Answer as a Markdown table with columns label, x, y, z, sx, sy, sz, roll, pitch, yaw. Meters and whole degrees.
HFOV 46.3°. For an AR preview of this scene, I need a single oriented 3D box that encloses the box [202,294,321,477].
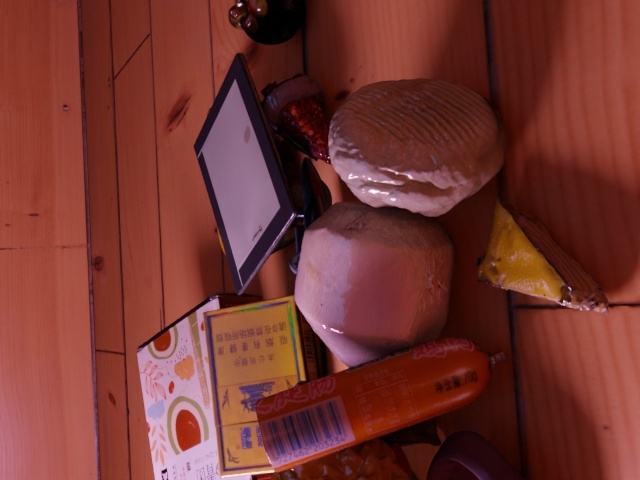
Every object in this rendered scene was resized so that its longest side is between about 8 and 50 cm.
| label | x | y | z | sx | sy | sz | roll | pitch | yaw |
| --- | --- | --- | --- | --- | --- | --- | --- | --- | --- |
| box | -0.097 | 0.263 | 1.356 | 0.193 | 0.084 | 0.301 | -12 | 77 | 20 |

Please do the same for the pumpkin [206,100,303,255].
| label | x | y | z | sx | sy | sz | roll | pitch | yaw |
| --- | --- | --- | --- | --- | --- | --- | --- | --- | --- |
| pumpkin | -0.129 | -0.121 | 1.443 | 0.222 | 0.139 | 0.317 | 147 | 119 | -60 |

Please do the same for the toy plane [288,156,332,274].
| label | x | y | z | sx | sy | sz | roll | pitch | yaw |
| --- | --- | --- | --- | --- | --- | --- | --- | --- | --- |
| toy plane | -0.007 | 0.002 | 1.234 | 0.223 | 0.104 | 0.326 | 74 | 177 | -64 |

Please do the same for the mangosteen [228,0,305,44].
| label | x | y | z | sx | sy | sz | roll | pitch | yaw |
| --- | --- | --- | --- | --- | --- | --- | --- | --- | --- |
| mangosteen | -0.103 | -0.421 | 1.368 | 0.137 | 0.151 | 0.137 | 24 | 123 | 43 |

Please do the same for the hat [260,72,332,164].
| label | x | y | z | sx | sy | sz | roll | pitch | yaw |
| --- | --- | --- | --- | --- | --- | --- | --- | --- | --- |
| hat | -0.010 | -0.178 | 1.280 | 0.227 | 0.129 | 0.140 | 49 | 167 | 27 |

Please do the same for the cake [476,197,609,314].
| label | x | y | z | sx | sy | sz | roll | pitch | yaw |
| --- | --- | --- | --- | --- | --- | --- | --- | --- | --- |
| cake | 0.252 | 0.014 | 0.833 | 0.185 | 0.080 | 0.116 | -177 | 99 | -71 |

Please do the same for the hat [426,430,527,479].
| label | x | y | z | sx | sy | sz | roll | pitch | yaw |
| --- | --- | --- | --- | --- | --- | --- | --- | --- | --- |
| hat | 0.206 | 0.326 | 0.894 | 0.205 | 0.089 | 0.205 | 27 | 121 | 58 |

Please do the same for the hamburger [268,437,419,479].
| label | x | y | z | sx | sy | sz | roll | pitch | yaw |
| --- | --- | --- | --- | --- | --- | --- | --- | --- | --- |
| hamburger | 0.024 | 0.347 | 0.947 | 0.149 | 0.237 | 0.237 | 69 | 175 | -50 |

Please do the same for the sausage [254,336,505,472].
| label | x | y | z | sx | sy | sz | roll | pitch | yaw |
| --- | --- | --- | --- | --- | --- | --- | --- | --- | --- |
| sausage | 0.080 | 0.189 | 0.919 | 0.093 | 0.312 | 0.093 | 161 | 90 | -88 |

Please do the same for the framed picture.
| label | x | y | z | sx | sy | sz | roll | pitch | yaw |
| --- | --- | --- | --- | --- | --- | --- | --- | --- | --- |
| framed picture | -0.142 | -0.114 | 1.314 | 0.265 | 0.016 | 0.347 | -53 | 48 | 46 |

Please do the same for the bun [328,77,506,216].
| label | x | y | z | sx | sy | sz | roll | pitch | yaw |
| --- | --- | --- | --- | --- | --- | --- | --- | --- | --- |
| bun | 0.118 | -0.104 | 0.924 | 0.220 | 0.221 | 0.134 | -122 | 23 | -44 |

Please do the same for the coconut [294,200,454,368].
| label | x | y | z | sx | sy | sz | roll | pitch | yaw |
| --- | --- | --- | --- | --- | --- | --- | --- | --- | --- |
| coconut | 0.075 | 0.064 | 1.011 | 0.224 | 0.224 | 0.233 | 3 | 93 | 62 |

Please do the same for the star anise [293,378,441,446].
| label | x | y | z | sx | sy | sz | roll | pitch | yaw |
| --- | --- | --- | --- | --- | --- | --- | --- | --- | --- |
| star anise | 0.066 | 0.235 | 1.068 | 0.220 | 0.214 | 0.098 | 6 | 76 | 22 |

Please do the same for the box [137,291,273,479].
| label | x | y | z | sx | sy | sz | roll | pitch | yaw |
| --- | --- | --- | --- | --- | --- | --- | --- | --- | --- |
| box | -0.235 | 0.352 | 1.595 | 0.344 | 0.122 | 0.385 | -34 | 61 | 40 |
